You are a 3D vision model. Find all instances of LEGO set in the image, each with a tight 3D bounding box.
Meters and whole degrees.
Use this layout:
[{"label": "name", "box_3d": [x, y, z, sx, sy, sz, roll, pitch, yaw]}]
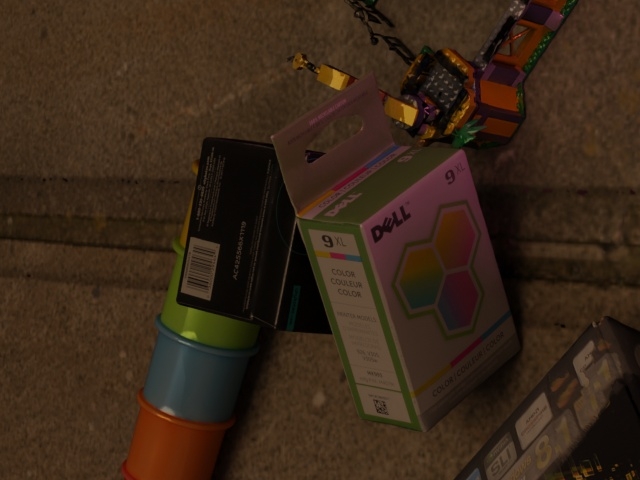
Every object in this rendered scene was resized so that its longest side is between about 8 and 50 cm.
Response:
[{"label": "LEGO set", "box_3d": [0.033, -0.225, 1.075, 0.255, 0.192, 0.331, -49, 56, 28]}]

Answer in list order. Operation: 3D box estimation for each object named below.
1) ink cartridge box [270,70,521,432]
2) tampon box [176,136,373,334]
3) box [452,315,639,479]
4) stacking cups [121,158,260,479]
[{"label": "ink cartridge box", "box_3d": [0.052, 0.006, 1.031, 0.062, 0.109, 0.209, 5, 121, 44]}, {"label": "tampon box", "box_3d": [0.000, 0.000, 1.106, 0.101, 0.161, 0.120, 13, 93, 43]}, {"label": "box", "box_3d": [0.119, 0.288, 0.935, 0.395, 0.097, 0.318, -52, 25, 26]}, {"label": "stacking cups", "box_3d": [-0.099, 0.096, 1.243, 0.096, 0.096, 0.316, 31, 110, 40]}]
